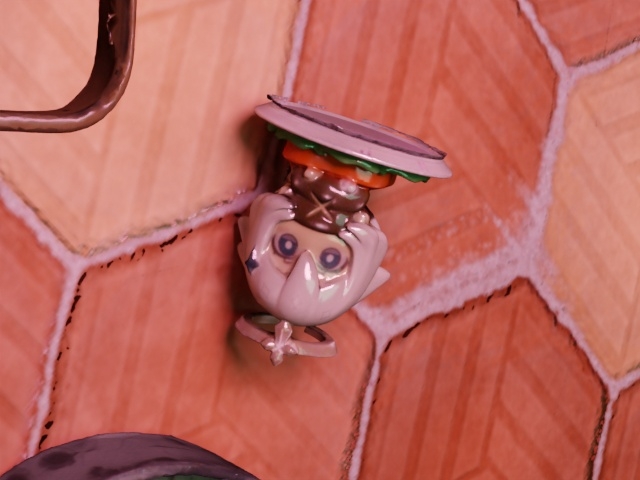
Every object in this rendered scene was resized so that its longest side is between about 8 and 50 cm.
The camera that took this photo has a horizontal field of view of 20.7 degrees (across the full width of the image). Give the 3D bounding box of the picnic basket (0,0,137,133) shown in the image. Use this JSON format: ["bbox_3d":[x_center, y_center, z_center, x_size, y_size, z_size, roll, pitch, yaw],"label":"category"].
[{"bbox_3d":[-0.221,-0.174,0.737,0.321,0.291,0.254,0,98,-32],"label":"picnic basket"}]

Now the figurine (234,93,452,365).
[{"bbox_3d":[0.000,0.000,1.082,0.132,0.132,0.153,11,102,-41],"label":"figurine"}]

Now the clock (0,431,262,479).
[{"bbox_3d":[-0.120,0.279,1.048,0.325,0.067,0.325,-8,103,-39],"label":"clock"}]
